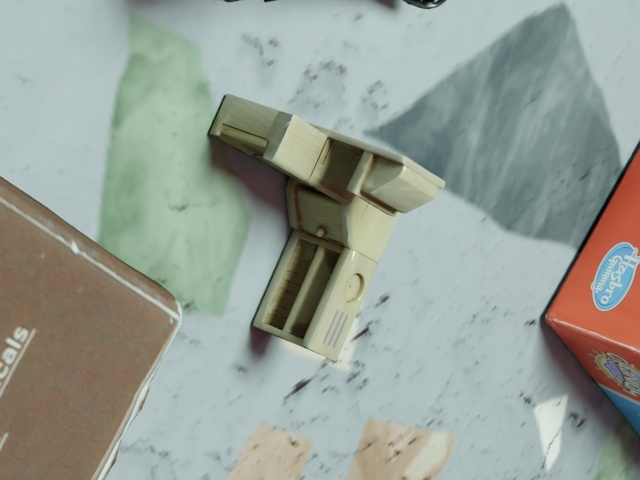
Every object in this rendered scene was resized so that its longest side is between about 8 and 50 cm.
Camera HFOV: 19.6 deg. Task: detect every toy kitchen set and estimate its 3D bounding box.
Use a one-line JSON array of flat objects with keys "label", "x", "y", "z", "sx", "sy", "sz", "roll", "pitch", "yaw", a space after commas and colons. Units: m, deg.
[{"label": "toy kitchen set", "x": 0.000, "y": 0.000, "z": 0.675, "sx": 0.083, "sy": 0.068, "sz": 0.075, "roll": 29, "pitch": 83, "yaw": -52}]

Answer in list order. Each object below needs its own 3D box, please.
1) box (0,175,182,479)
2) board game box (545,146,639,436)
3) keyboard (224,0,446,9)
[{"label": "box", "x": -0.214, "y": -0.027, "z": 0.299, "sx": 0.381, "sy": 0.191, "sz": 0.143, "roll": 41, "pitch": 74, "yaw": -50}, {"label": "board game box", "x": 0.257, "y": -0.029, "z": 0.982, "sx": 0.316, "sy": 0.064, "sz": 0.242, "roll": -60, "pitch": 142, "yaw": -13}, {"label": "keyboard", "x": 0.069, "y": -0.146, "z": 0.633, "sx": 0.201, "sy": 0.033, "sz": 0.317, "roll": -45, "pitch": 168, "yaw": 19}]
